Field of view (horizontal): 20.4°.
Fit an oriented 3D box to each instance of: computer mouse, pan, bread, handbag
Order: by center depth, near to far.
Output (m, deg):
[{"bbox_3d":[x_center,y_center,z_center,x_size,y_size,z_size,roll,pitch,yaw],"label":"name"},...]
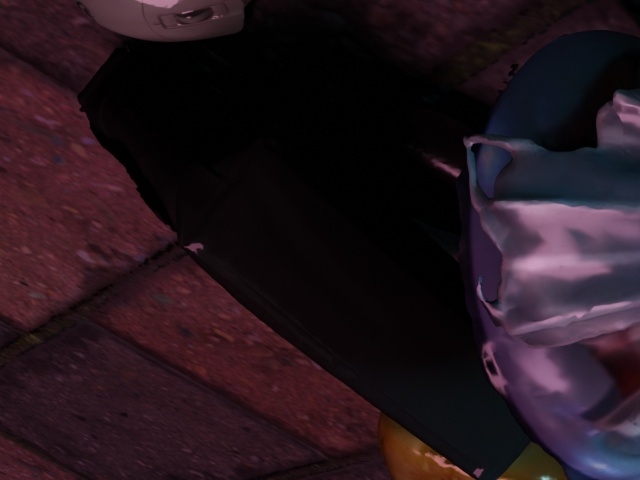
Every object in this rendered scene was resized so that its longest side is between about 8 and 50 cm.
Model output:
[{"bbox_3d":[0.095,-0.033,0.852,0.212,0.040,0.115,-1,151,48],"label":"pan"},{"bbox_3d":[-0.083,-0.116,0.858,0.110,0.032,0.056,13,155,27],"label":"computer mouse"},{"bbox_3d":[0.000,0.000,0.910,0.247,0.080,0.223,40,-177,-29],"label":"handbag"},{"bbox_3d":[0.122,0.171,1.201,0.142,0.091,0.305,10,154,15],"label":"bread"}]

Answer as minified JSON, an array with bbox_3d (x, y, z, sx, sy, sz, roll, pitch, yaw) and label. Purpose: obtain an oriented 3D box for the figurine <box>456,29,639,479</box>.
[{"bbox_3d":[0.225,0.002,0.561,0.388,0.248,0.276,-4,120,45],"label":"figurine"}]
